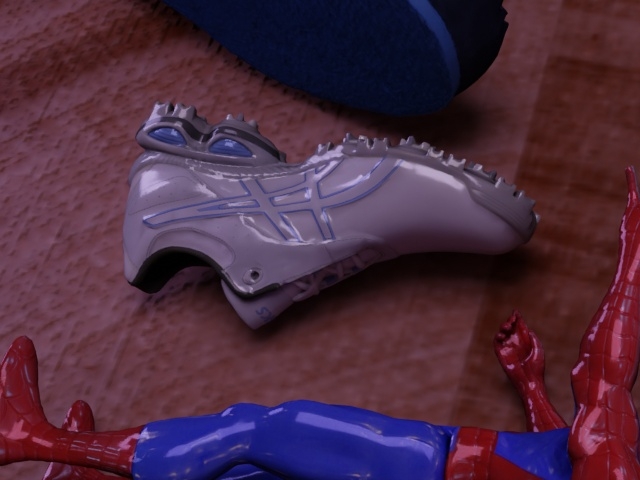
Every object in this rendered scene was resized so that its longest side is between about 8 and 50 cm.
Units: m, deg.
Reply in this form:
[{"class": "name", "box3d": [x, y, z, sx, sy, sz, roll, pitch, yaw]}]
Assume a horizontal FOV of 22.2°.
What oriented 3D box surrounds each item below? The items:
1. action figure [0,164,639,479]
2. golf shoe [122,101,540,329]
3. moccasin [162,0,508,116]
[{"class": "action figure", "box3d": [0.034, 0.047, 0.577, 0.280, 0.091, 0.139, 7, 65, 20]}, {"class": "golf shoe", "box3d": [0.000, 0.000, 0.661, 0.176, 0.069, 0.086, 8, 73, 24]}, {"class": "moccasin", "box3d": [-0.036, -0.176, 0.759, 0.117, 0.138, 0.342, -38, 53, -23]}]
